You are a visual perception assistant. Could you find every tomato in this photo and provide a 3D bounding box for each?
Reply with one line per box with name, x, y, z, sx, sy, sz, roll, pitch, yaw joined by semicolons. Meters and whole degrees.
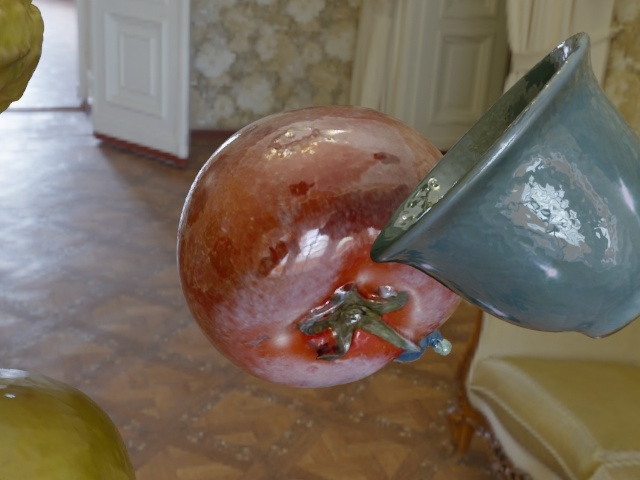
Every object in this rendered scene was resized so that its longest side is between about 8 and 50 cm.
tomato;0.000;0.000;0.850;0.270;0.270;0.227;-5;45;-21

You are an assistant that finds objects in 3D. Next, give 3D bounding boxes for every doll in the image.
doll;0.098;0.115;1.074;0.076;0.050;0.083;-5;7;42

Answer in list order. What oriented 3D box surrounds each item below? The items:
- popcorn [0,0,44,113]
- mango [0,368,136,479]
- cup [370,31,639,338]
popcorn;-0.540;-0.261;1.169;0.354;0.390;0.344;18;30;-1
mango;-0.170;0.147;0.409;0.195;0.142;0.331;-41;-1;-21
cup;0.152;-0.013;0.614;0.150;0.199;0.199;43;24;-3
